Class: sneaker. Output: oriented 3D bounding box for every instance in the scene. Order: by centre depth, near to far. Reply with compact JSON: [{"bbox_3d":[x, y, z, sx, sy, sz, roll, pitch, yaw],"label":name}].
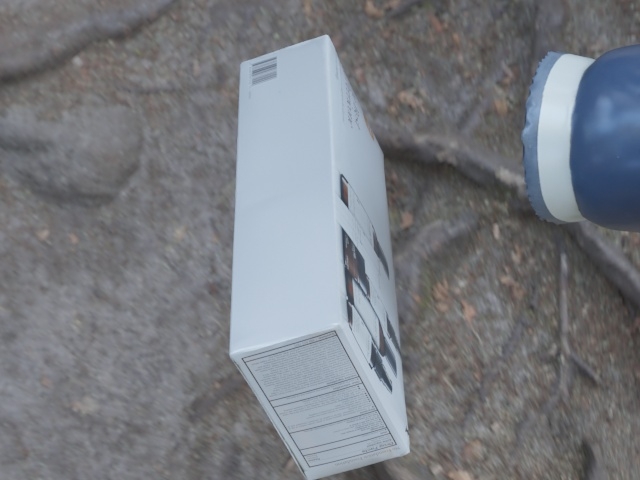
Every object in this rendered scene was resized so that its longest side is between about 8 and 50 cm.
[{"bbox_3d":[0.228,-0.054,0.747,0.131,0.319,0.112,4,102,34],"label":"sneaker"}]

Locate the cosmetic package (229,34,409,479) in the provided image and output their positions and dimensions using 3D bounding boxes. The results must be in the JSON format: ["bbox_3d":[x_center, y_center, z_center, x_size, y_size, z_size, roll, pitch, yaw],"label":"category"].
[{"bbox_3d":[0.000,0.000,0.749,0.060,0.099,0.239,-16,40,12],"label":"cosmetic package"}]
